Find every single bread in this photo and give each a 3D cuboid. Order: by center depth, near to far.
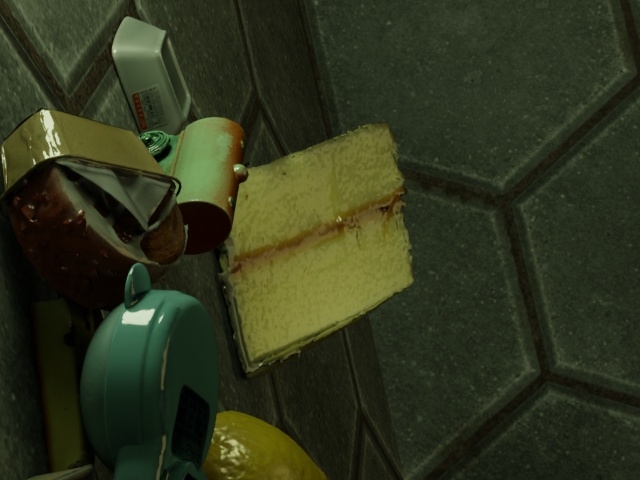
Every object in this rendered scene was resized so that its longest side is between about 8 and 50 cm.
[{"bbox_3d":[-0.266,0.176,1.663,0.088,0.049,0.226,47,32,-70],"label":"bread"},{"bbox_3d":[-0.250,-0.029,1.698,0.224,0.142,0.212,12,49,-53],"label":"bread"},{"bbox_3d":[0.000,0.000,2.602,0.242,0.405,0.346,79,-13,-81],"label":"bread"}]

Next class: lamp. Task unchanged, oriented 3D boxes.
[{"bbox_3d":[-0.171,0.181,1.616,0.209,0.147,0.284,53,20,-65],"label":"lamp"}]

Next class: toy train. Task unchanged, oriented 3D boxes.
[{"bbox_3d":[-0.182,-0.073,2.093,0.285,0.177,0.116,-85,158,-59],"label":"toy train"}]

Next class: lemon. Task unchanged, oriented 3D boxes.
[{"bbox_3d":[-0.101,0.330,1.853,0.288,0.233,0.233,56,20,-38],"label":"lemon"}]

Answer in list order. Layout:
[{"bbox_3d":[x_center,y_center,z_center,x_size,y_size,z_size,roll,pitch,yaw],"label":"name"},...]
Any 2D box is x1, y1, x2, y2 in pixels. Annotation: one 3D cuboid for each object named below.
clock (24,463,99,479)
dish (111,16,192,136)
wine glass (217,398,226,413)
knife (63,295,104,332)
[{"bbox_3d":[-0.259,0.301,1.474,0.192,0.071,0.147,8,69,-80],"label":"clock"},{"bbox_3d":[-0.236,-0.215,2.307,0.154,0.064,0.234,-86,161,-61],"label":"dish"},{"bbox_3d":[-0.172,0.224,1.967,0.103,0.103,0.231,-88,159,-56],"label":"wine glass"},{"bbox_3d":[-0.256,0.093,1.786,0.123,0.053,0.278,-8,82,-52],"label":"knife"}]
